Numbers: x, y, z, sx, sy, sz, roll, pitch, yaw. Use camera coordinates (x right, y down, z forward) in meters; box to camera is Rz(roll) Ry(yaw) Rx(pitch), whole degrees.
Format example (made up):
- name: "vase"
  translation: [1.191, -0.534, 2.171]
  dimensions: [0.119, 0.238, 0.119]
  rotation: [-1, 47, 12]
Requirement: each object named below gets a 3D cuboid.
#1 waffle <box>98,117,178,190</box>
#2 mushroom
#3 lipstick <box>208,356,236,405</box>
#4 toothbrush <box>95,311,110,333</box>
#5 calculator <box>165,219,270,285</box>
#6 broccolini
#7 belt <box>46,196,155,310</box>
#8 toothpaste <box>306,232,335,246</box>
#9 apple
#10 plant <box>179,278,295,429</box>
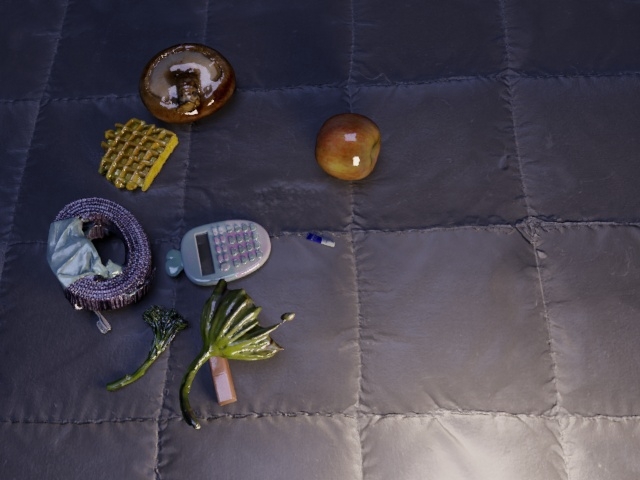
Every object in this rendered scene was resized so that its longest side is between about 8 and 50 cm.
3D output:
- name: "waffle"
  translation: [-0.583, -0.267, 1.894]
  dimensions: [0.219, 0.057, 0.229]
  rotation: [24, 71, 15]
- name: "mushroom"
  translation: [-0.408, -0.478, 1.921]
  dimensions: [0.297, 0.163, 0.278]
  rotation: [-15, 57, -2]
- name: "lipstick"
  translation: [-0.254, 0.344, 1.594]
  dimensions: [0.045, 0.045, 0.145]
  rotation: [-17, 65, -5]
- name: "toothbrush"
  translation: [-0.666, 0.148, 1.734]
  dimensions: [0.026, 0.024, 0.288]
  rotation: [-43, 69, 1]
- name: "calculator"
  translation: [-0.287, 0.034, 1.740]
  dimensions: [0.299, 0.041, 0.185]
  rotation: [-15, 65, -4]
- name: "broccolini"
  translation: [-0.480, 0.277, 1.646]
  dimensions: [0.123, 0.062, 0.271]
  rotation: [35, 76, 29]
- name: "belt"
  translation: [-0.603, 0.033, 1.701]
  dimensions: [0.260, 0.122, 0.325]
  rotation: [-23, 73, -21]
- name: "toothpaste"
  translation: [0.000, 0.000, 1.745]
  dimensions: [0.083, 0.015, 0.024]
  rotation: [19, 61, 18]
- name: "apple"
  translation: [0.076, -0.266, 1.764]
  dimensions: [0.174, 0.188, 0.188]
  rotation: [13, 68, 15]
- name: "plant"
  translation: [-0.258, 0.246, 1.510]
  dimensions: [0.251, 0.180, 0.333]
  rotation: [31, 41, 25]
